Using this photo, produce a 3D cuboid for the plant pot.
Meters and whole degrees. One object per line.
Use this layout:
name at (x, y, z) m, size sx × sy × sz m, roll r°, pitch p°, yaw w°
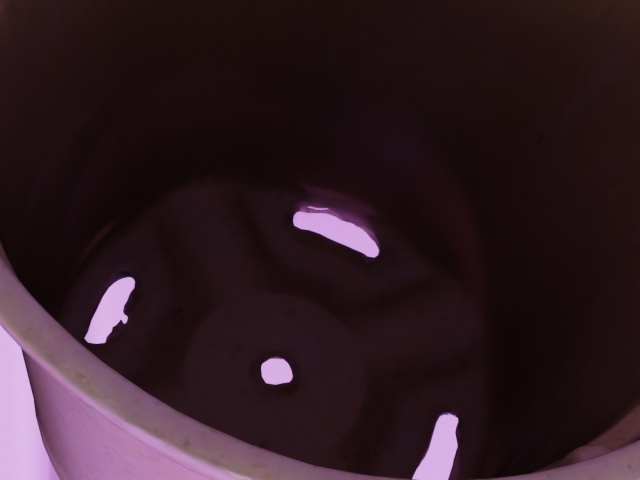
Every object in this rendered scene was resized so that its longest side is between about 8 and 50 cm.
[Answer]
plant pot at (0.000, 0.000, 0.750) m, size 0.334 × 0.333 × 0.305 m, roll 1°, pitch 153°, yaw -11°
